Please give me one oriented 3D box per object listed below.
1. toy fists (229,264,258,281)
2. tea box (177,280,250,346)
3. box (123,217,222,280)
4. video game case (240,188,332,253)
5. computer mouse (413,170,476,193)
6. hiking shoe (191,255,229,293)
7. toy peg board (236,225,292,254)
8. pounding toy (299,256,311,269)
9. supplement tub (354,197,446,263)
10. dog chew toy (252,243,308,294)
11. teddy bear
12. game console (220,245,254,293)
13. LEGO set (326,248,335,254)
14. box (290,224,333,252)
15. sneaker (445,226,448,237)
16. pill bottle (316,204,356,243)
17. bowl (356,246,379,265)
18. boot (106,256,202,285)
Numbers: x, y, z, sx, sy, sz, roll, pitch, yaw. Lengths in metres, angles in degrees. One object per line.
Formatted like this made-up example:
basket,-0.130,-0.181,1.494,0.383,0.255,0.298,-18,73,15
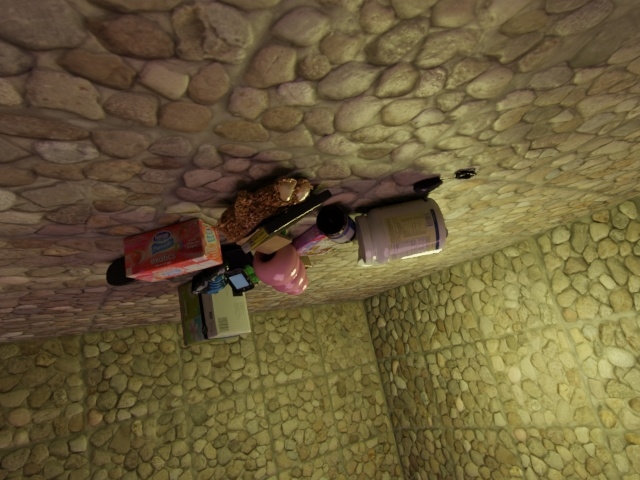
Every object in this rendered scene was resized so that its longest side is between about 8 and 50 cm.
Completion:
toy fists,-0.350,0.142,2.059,0.142,0.096,0.279,-29,158,19
tea box,-0.576,0.369,2.231,0.323,0.330,0.219,-26,159,39
box,-0.523,0.041,1.485,0.299,0.142,0.154,-15,164,10
video game case,-0.119,-0.062,1.400,0.274,0.035,0.248,-34,-178,-31
computer mouse,0.463,-0.213,1.541,0.241,0.041,0.071,-14,163,3
hiking shoe,-0.448,0.147,1.789,0.131,0.113,0.304,13,149,-34
toy peg board,-0.222,-0.026,1.644,0.160,0.079,0.161,21,146,-36
pounding toy,-0.148,0.123,2.170,0.130,0.100,0.141,3,147,-45
supplement tub,0.318,-0.034,1.692,0.324,0.236,0.235,-11,164,-2
dog chew toy,-0.161,0.139,1.869,0.206,0.207,0.332,-17,143,16
teddy bear,-0.183,-0.114,1.304,0.245,0.113,0.337,-22,174,-43
game console,-0.385,0.138,1.893,0.212,0.044,0.362,-11,144,6
LEGO set,0.039,0.062,2.193,0.083,0.024,0.054,-12,164,-2
box,0.000,0.000,1.891,0.200,0.057,0.293,-1,161,-35
sneaker,0.531,-0.047,2.104,0.257,0.095,0.091,6,170,-28
pill bottle,0.071,-0.054,1.642,0.122,0.123,0.219,-17,164,15
bowl,0.309,0.023,2.061,0.297,0.134,0.298,-12,164,-3
boot,-0.672,0.134,1.699,0.337,0.118,0.223,-12,159,12
